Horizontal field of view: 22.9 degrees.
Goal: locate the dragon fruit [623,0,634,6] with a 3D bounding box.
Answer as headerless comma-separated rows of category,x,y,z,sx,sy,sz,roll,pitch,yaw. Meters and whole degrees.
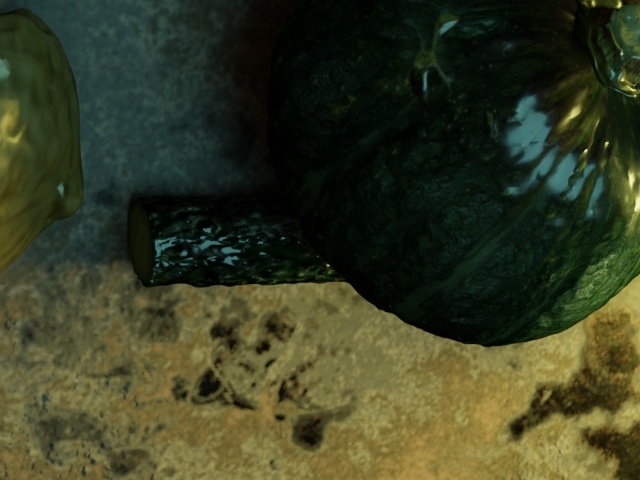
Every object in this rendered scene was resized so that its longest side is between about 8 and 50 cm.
dragon fruit,0.335,-0.057,1.226,0.302,0.240,0.330,24,88,-16

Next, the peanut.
peanut,-0.245,-0.056,0.953,0.233,0.110,0.197,6,106,-31

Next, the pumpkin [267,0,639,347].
pumpkin,0.088,-0.062,1.031,0.197,0.263,0.293,-38,93,-32

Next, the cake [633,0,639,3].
cake,0.324,-0.290,1.065,0.237,0.309,0.230,-13,157,-26

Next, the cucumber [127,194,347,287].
cucumber,0.000,0.000,1.150,0.293,0.067,0.068,0,108,-32
